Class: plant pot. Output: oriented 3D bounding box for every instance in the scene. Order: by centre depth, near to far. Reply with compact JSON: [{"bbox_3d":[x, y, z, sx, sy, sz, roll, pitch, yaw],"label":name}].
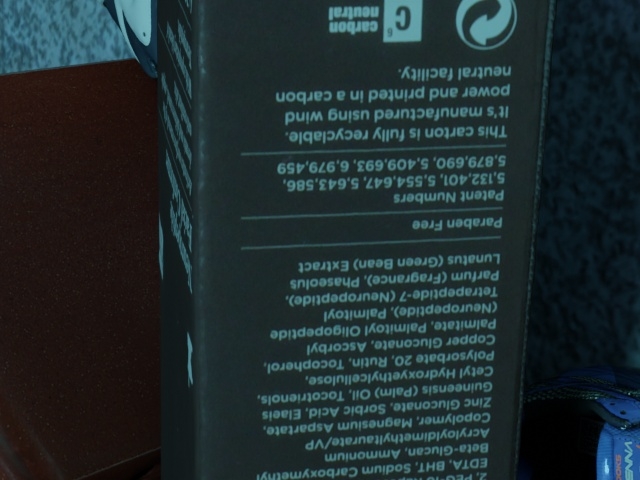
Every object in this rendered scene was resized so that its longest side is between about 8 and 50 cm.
[{"bbox_3d":[-0.193,0.076,0.898,0.236,0.267,0.267,55,128,17],"label":"plant pot"}]

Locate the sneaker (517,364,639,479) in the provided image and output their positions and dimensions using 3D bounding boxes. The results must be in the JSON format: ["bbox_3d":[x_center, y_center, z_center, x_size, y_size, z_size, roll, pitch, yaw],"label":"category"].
[{"bbox_3d":[0.156,0.100,0.626,0.221,0.087,0.083,-1,90,47],"label":"sneaker"}]

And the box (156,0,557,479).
[{"bbox_3d":[0.000,0.048,0.664,0.191,0.143,0.381,-120,29,-69],"label":"box"}]

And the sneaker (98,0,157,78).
[{"bbox_3d":[-0.052,-0.166,0.841,0.235,0.094,0.153,-41,65,43],"label":"sneaker"}]
